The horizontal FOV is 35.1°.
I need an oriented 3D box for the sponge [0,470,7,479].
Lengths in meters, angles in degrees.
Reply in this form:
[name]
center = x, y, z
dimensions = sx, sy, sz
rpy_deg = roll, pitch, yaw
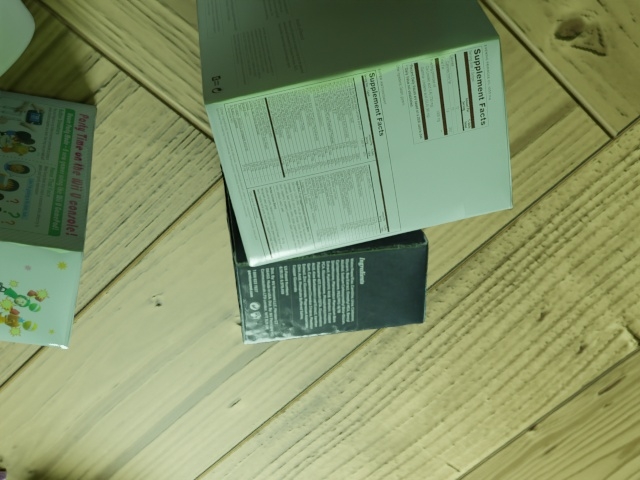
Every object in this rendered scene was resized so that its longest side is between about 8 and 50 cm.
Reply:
[sponge]
center = -0.426, 0.329, 1.125
dimensions = 0.117, 0.031, 0.210
rpy_deg = 12, 123, -17

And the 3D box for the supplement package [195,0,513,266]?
[supplement package]
center = 0.021, -0.111, 0.782
dimensions = 0.203, 0.194, 0.149
rpy_deg = -13, 127, 0

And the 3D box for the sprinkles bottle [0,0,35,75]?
[sprinkles bottle]
center = -0.345, -0.248, 0.669
dimensions = 0.121, 0.121, 0.355
rpy_deg = -28, 125, 11

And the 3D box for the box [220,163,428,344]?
[box]
center = 0.000, 0.000, 0.882
dimensions = 0.158, 0.156, 0.093
rpy_deg = -7, 127, -5

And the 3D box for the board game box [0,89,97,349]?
[board game box]
center = -0.329, -0.039, 0.757
dimensions = 0.303, 0.224, 0.098
rpy_deg = 8, 123, -14
